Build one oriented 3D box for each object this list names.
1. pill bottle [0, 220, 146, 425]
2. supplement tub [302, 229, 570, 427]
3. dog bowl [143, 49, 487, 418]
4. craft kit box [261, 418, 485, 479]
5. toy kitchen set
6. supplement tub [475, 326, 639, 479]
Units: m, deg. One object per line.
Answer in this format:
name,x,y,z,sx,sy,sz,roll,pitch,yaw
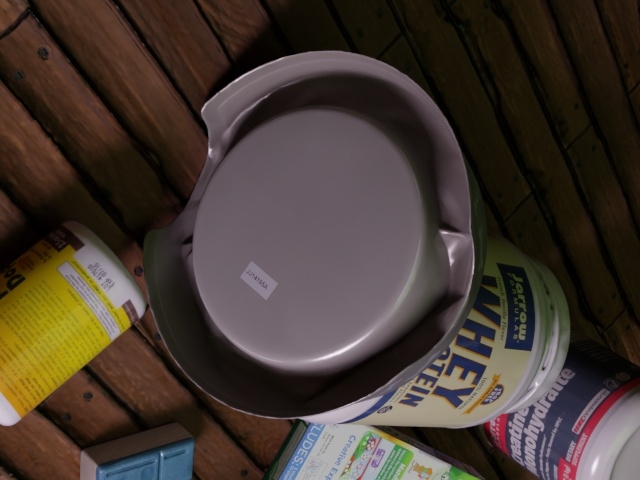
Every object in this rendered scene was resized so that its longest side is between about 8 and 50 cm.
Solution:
pill bottle,-0.274,0.088,1.187,0.215,0.117,0.117,-41,133,-17
supplement tub,0.102,0.089,1.431,0.325,0.235,0.235,9,106,-43
dog bowl,0.000,0.000,1.234,0.349,0.349,0.102,-61,149,4
craft kit box,0.038,0.343,1.577,0.246,0.061,0.250,29,93,-18
toy kitchen set,-0.167,0.334,1.381,0.122,0.166,0.207,-13,121,-36
supplement tub,0.317,0.217,1.663,0.191,0.272,0.191,-20,124,-32
